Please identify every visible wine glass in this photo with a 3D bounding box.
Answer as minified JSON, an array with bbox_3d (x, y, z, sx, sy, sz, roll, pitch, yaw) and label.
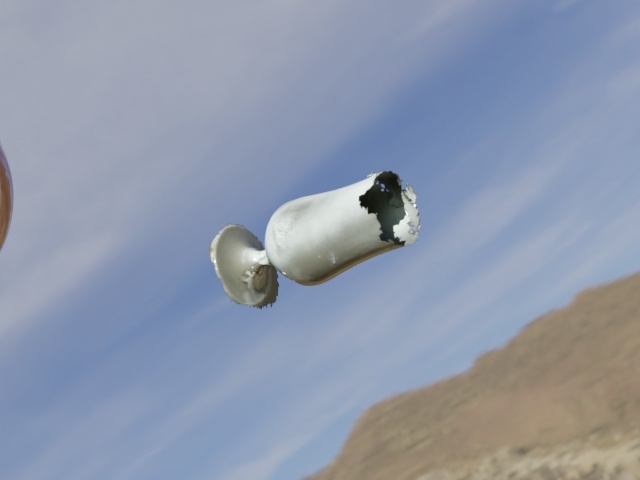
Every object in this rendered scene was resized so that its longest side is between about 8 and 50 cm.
[{"bbox_3d":[0.000,0.000,0.515,0.083,0.042,0.039,-21,34,32],"label":"wine glass"}]

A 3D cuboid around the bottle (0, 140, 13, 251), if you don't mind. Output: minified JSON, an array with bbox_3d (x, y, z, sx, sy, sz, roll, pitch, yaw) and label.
[{"bbox_3d":[-0.287,-0.056,0.842,0.173,0.206,0.297,17,1,-23],"label":"bottle"}]
